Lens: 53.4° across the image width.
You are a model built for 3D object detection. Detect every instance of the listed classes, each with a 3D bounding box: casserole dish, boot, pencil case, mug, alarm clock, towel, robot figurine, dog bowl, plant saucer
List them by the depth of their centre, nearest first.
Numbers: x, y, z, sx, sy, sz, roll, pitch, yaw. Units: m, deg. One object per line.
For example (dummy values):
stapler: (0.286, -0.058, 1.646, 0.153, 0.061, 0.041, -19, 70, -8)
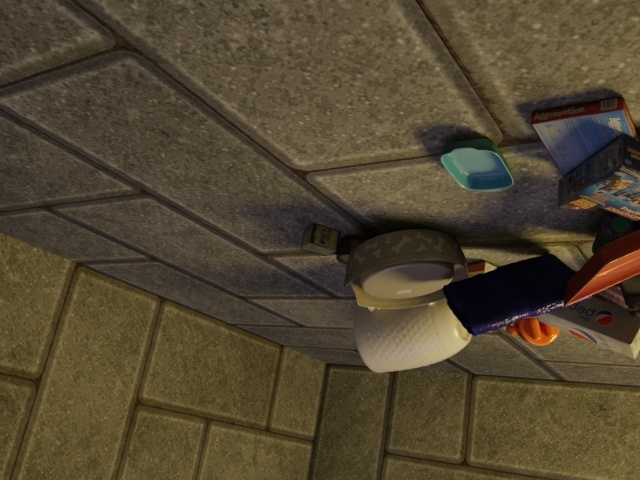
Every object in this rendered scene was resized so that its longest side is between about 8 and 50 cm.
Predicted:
casserole dish: (0.307, -0.148, 1.237, 0.114, 0.037, 0.188, -2, 158, 31)
plant saucer: (0.668, 0.035, 1.381, 0.258, 0.048, 0.259, -22, 156, -9)
pencil case: (0.650, -0.006, 1.421, 0.064, 0.070, 0.152, 4, 160, 16)
towel: (0.482, 0.139, 1.587, 0.308, 0.076, 0.228, -18, -157, -1)
boot: (0.846, 0.089, 1.601, 0.198, 0.137, 0.077, -30, -179, 2)
dog bowl: (0.230, 0.080, 1.723, 0.348, 0.102, 0.349, -4, 155, -2)
alarm clock: (0.127, 0.034, 1.812, 0.192, 0.064, 0.129, -5, 156, 43)
robot figurine: (0.705, 0.275, 2.080, 0.128, 0.158, 0.219, 40, -177, 6)
mug: (0.292, 0.249, 2.081, 0.328, 0.276, 0.374, -15, 130, 30)

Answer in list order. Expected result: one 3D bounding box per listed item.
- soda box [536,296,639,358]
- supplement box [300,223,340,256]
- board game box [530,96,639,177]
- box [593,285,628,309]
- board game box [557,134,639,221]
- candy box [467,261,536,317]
soda box: (0.735, 0.214, 1.746, 0.286, 0.098, 0.091, 22, 160, 42)
supplement box: (0.000, 0.000, 1.791, 0.083, 0.056, 0.083, 16, 161, -18)
board game box: (0.488, -0.158, 1.129, 0.145, 0.027, 0.281, -3, 157, 35)
box: (0.816, 0.204, 1.854, 0.201, 0.057, 0.293, 29, 165, 15)
board game box: (0.536, -0.098, 1.144, 0.194, 0.060, 0.194, 17, 161, -20)
candy box: (0.529, 0.159, 1.931, 0.316, 0.087, 0.183, 21, 158, -32)
